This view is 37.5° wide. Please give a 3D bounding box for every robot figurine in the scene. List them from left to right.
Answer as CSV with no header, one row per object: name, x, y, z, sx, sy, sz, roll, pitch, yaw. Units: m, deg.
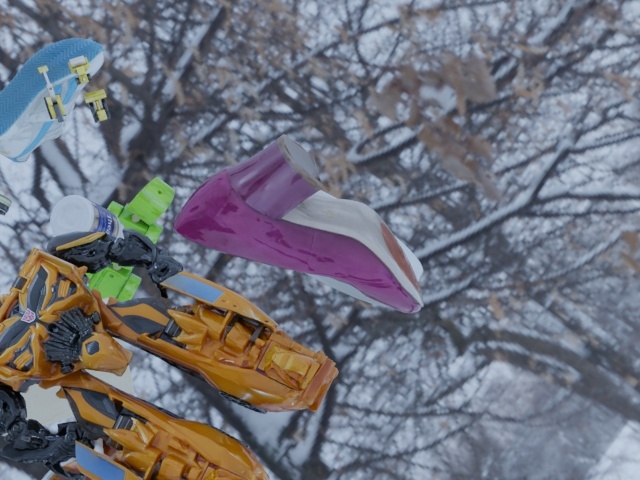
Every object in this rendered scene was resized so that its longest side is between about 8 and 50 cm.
robot figurine,-0.146,0.100,0.745,0.211,0.291,0.085,-64,-16,-15

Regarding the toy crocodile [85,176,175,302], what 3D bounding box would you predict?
toy crocodile,-0.386,0.020,1.841,0.340,0.115,0.105,-59,8,30

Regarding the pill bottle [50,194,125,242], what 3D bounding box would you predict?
pill bottle,-0.329,-0.019,1.357,0.067,0.067,0.120,-53,-21,-1

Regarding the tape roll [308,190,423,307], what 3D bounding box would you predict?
tape roll,0.000,0.000,1.724,0.072,0.392,0.392,-61,-17,-12

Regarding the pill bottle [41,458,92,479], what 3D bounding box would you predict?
pill bottle,-0.239,0.353,1.139,0.121,0.216,0.121,-36,-47,-50

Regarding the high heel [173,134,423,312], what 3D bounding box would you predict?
high heel,-0.014,0.017,1.247,0.181,0.127,0.377,-32,-52,18

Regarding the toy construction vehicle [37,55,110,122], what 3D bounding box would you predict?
toy construction vehicle,-0.351,-0.209,1.347,0.086,0.035,0.098,-17,-71,-15

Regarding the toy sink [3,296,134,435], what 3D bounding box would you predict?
toy sink,-0.344,0.155,1.124,0.153,0.131,0.234,-12,-1,-35

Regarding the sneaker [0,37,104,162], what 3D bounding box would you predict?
sneaker,-0.420,-0.221,1.455,0.228,0.087,0.092,-48,-29,-16

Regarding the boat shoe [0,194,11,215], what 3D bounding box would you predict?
boat shoe,-0.432,-0.042,1.070,0.056,0.152,0.049,142,136,-72
